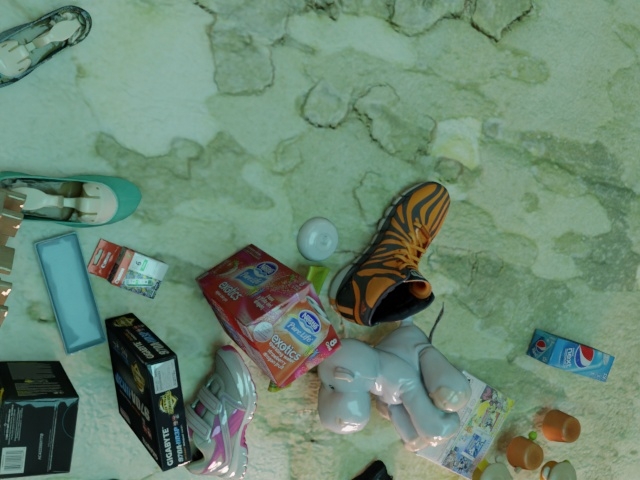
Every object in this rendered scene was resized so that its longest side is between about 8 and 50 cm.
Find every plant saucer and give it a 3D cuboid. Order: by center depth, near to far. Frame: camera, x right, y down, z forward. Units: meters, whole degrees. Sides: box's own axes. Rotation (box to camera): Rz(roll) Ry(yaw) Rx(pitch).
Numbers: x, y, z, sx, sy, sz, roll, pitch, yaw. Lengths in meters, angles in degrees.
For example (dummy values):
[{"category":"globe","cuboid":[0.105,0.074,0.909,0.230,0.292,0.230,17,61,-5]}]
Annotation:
[{"category":"plant saucer","cuboid":[-0.392,0.083,1.175,0.067,0.018,0.192,-18,111,-24]}]

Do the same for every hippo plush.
[{"category":"hippo plush","cuboid":[0.119,0.258,1.373,0.237,0.234,0.294,1,102,-30]}]

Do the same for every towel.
[{"category":"towel","cuboid":[-0.038,0.159,1.349,0.021,0.102,0.237,19,92,13]}]

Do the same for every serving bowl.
[{"category":"serving bowl","cuboid":[0.000,0.000,1.366,0.083,0.027,0.083,-7,104,-28]}]

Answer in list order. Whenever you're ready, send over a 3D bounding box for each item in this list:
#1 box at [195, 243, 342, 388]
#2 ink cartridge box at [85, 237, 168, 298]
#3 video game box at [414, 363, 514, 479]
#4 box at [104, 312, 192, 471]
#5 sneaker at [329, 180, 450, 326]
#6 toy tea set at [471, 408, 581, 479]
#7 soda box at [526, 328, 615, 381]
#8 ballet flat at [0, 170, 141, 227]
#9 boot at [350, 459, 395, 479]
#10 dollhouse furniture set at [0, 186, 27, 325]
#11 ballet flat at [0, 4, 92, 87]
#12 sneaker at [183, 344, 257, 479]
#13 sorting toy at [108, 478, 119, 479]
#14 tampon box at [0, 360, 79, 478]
[{"category":"box","cuboid":[-0.090,0.113,1.209,0.123,0.257,0.128,-32,115,-16]},{"category":"ink cartridge box","cuboid":[-0.310,0.046,1.204,0.115,0.029,0.062,25,90,-31]},{"category":"video game box","cuboid":[0.306,0.395,1.618,0.187,0.048,0.205,33,85,-29]},{"category":"box","cuboid":[-0.270,0.226,1.158,0.051,0.220,0.175,-13,109,-29]},{"category":"sneaker","cuboid":[0.169,0.035,1.379,0.124,0.180,0.321,42,81,-30]},{"category":"toy tea set","cuboid":[0.463,0.523,1.710,0.336,0.124,0.200,-26,101,-25]},{"category":"soda box","cuboid":[0.579,0.266,1.724,0.210,0.071,0.067,18,93,-31]},{"category":"ballet flat","cuboid":[-0.380,-0.056,1.107,0.247,0.087,0.083,2,103,-29]},{"category":"boot","cuboid":[0.108,0.521,1.542,0.121,0.045,0.099,-37,120,-17]},{"category":"dollhouse furniture set","cuboid":[-0.510,0.059,0.977,0.161,0.212,0.242,18,128,-28]},{"category":"ballet flat","cuboid":[-0.406,-0.277,1.054,0.188,0.070,0.070,-40,117,-15]},{"category":"sneaker","cuboid":[-0.183,0.305,1.294,0.111,0.103,0.252,0,101,-31]},{"category":"sorting toy","cuboid":[-0.372,0.444,1.256,0.102,0.042,0.061,-6,105,-28]},{"category":"tampon box","cuboid":[-0.431,0.261,1.111,0.101,0.161,0.120,4,98,-29]}]
